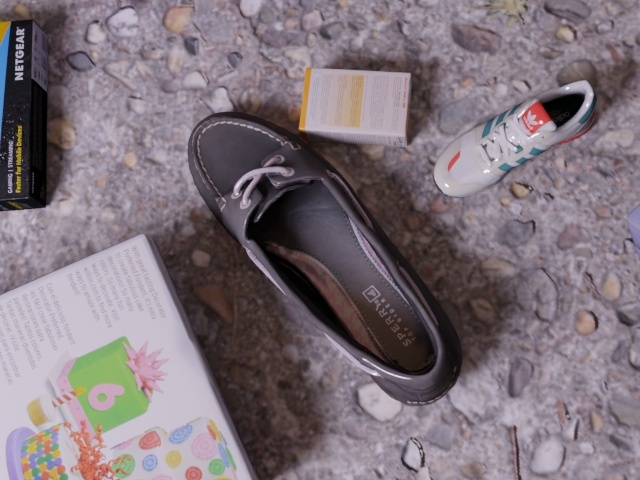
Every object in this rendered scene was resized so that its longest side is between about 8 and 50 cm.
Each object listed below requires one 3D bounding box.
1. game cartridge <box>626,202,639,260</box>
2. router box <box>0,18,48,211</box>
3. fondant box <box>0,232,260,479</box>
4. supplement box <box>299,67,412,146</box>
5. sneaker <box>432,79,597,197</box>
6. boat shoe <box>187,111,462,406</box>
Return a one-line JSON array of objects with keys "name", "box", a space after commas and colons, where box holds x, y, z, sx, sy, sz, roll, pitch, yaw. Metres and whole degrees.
[{"name": "game cartridge", "box": [0.388, -0.074, 0.758, 0.355, 0.230, 0.068, -44, 44, -5]}, {"name": "router box", "box": [-0.331, -0.115, 0.936, 0.133, 0.046, 0.179, -5, 77, 6]}, {"name": "fondant box", "box": [-0.243, 0.171, 0.806, 0.330, 0.096, 0.238, -24, 83, -5]}, {"name": "supplement box", "box": [0.033, -0.122, 0.903, 0.098, 0.036, 0.062, 5, 77, 8]}, {"name": "sneaker", "box": [0.170, -0.095, 0.861, 0.161, 0.075, 0.057, -27, 76, -1]}, {"name": "boat shoe", "box": [0.000, 0.000, 0.847, 0.112, 0.095, 0.335, -41, 76, -4]}]
